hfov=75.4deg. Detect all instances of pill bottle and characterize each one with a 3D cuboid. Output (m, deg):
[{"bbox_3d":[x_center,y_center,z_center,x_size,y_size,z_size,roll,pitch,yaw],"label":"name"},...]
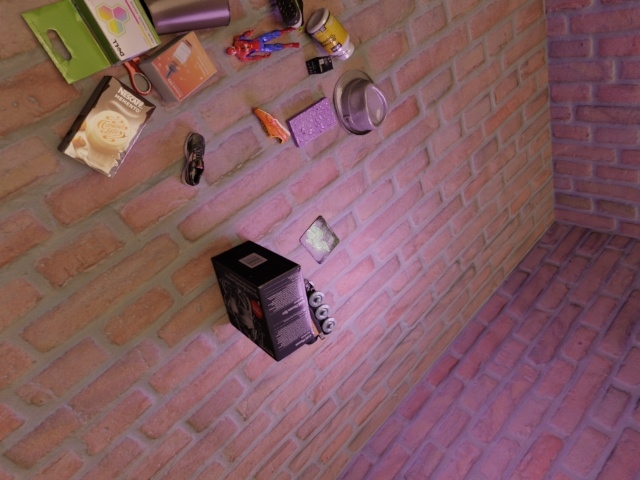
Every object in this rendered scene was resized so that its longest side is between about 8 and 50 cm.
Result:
[{"bbox_3d":[0.043,-0.763,1.546,0.184,0.103,0.103,29,86,-41],"label":"pill bottle"}]

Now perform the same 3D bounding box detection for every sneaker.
[{"bbox_3d":[-0.110,-0.828,1.407,0.097,0.084,0.235,-18,98,-65],"label":"sneaker"},{"bbox_3d":[-0.406,-0.262,1.368,0.071,0.077,0.179,-2,105,-40],"label":"sneaker"},{"bbox_3d":[-0.182,-0.416,1.512,0.067,0.064,0.175,-52,128,0],"label":"sneaker"}]

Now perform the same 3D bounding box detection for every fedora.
[{"bbox_3d":[0.191,-0.568,1.724,0.243,0.124,0.276,-39,126,-23],"label":"fedora"}]

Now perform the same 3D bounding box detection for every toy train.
[{"bbox_3d":[-0.058,0.322,1.832,0.190,0.142,0.334,-32,126,-13],"label":"toy train"}]

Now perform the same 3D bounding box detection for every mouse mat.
[{"bbox_3d":[0.000,0.000,1.844,0.153,0.007,0.190,-50,129,-14],"label":"mouse mat"}]

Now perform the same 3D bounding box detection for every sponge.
[{"bbox_3d":[-0.032,-0.467,1.637,0.210,0.031,0.117,-39,126,-23],"label":"sponge"}]

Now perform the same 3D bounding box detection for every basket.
[{"bbox_3d":[-0.402,-0.687,1.180,0.226,0.154,0.205,-33,129,-23],"label":"basket"}]

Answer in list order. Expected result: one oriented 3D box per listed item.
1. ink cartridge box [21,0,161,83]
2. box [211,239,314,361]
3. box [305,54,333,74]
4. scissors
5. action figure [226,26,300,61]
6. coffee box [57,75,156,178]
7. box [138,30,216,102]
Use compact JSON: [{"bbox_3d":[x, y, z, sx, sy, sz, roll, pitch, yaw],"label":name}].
[{"bbox_3d":[-0.587,-0.552,1.082,0.255,0.097,0.189,-42,122,-28],"label":"ink cartridge box"},{"bbox_3d":[-0.211,0.209,1.516,0.178,0.343,0.313,-28,120,-31],"label":"box"},{"bbox_3d":[-0.004,-0.659,1.557,0.062,0.083,0.052,-33,122,-26],"label":"box"},{"bbox_3d":[-0.572,-0.546,1.174,0.109,0.021,0.297,-52,129,-12],"label":"scissors"},{"bbox_3d":[-0.177,-0.663,1.385,0.280,0.139,0.092,-28,120,-27],"label":"action figure"},{"bbox_3d":[-0.602,-0.320,1.171,0.141,0.098,0.247,33,83,-42],"label":"coffee box"},{"bbox_3d":[-0.423,-0.515,1.239,0.171,0.091,0.130,-53,133,-24],"label":"box"}]
